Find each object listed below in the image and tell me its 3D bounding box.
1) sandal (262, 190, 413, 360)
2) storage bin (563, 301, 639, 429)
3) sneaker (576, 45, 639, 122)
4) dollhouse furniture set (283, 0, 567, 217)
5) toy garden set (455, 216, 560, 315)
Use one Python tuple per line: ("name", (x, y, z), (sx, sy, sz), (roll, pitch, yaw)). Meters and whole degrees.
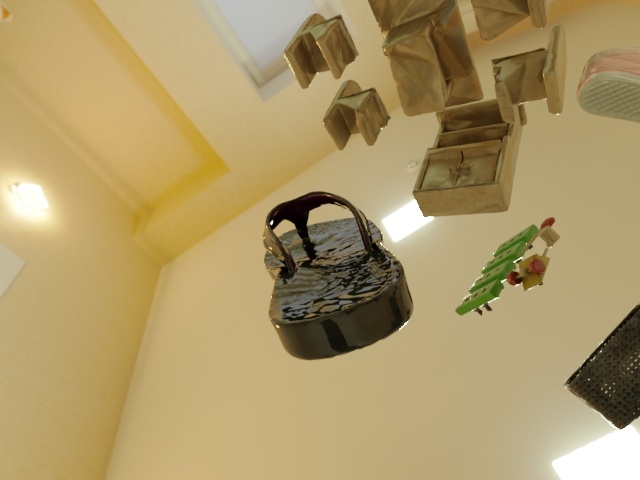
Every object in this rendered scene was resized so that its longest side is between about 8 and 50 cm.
("sandal", (0.002, -0.001, 0.577), (0.168, 0.106, 0.446), (-21, -168, -4))
("storage bin", (0.450, 0.175, 0.676), (0.084, 0.122, 0.180), (42, -86, 27))
("sneaker", (0.284, -0.124, 0.390), (0.135, 0.051, 0.070), (20, -129, 7))
("dollhouse furniture set", (0.216, -0.268, 0.794), (0.363, 0.394, 0.256), (-3, -132, 34))
("toy garden set", (0.400, 0.049, 0.940), (0.244, 0.049, 0.204), (-42, 175, -36))
